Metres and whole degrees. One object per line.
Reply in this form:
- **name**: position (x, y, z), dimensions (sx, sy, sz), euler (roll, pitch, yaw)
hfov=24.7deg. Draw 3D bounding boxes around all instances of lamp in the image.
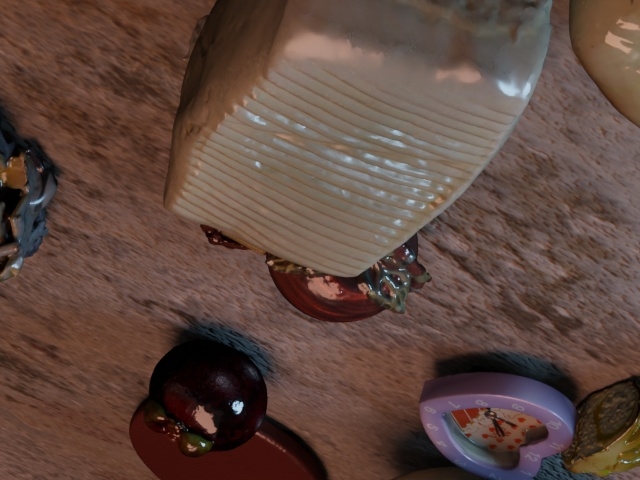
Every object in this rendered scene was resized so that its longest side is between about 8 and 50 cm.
- **lamp**: position (-0.003, 0.008, 1.463), dimensions (0.215, 0.151, 0.223), euler (33, 144, -12)

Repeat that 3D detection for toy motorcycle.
- **toy motorcycle**: position (-0.350, -0.043, 1.572), dimensions (0.094, 0.129, 0.229), euler (10, 143, 19)

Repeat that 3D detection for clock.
- **clock**: position (0.197, 0.199, 1.692), dimensions (0.172, 0.064, 0.198), euler (25, 143, -4)

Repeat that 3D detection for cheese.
- **cheese**: position (0.305, -0.168, 1.117), dimensions (0.235, 0.117, 0.218), euler (27, 142, -16)

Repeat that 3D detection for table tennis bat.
- **table tennis bat**: position (-0.094, 0.341, 2.031), dimensions (0.268, 0.051, 0.414), euler (-16, 130, 40)

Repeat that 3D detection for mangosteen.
- **mangosteen**: position (-0.141, 0.197, 1.778), dimensions (0.152, 0.152, 0.152), euler (13, 144, 9)

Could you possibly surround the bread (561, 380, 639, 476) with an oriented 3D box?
- **bread**: position (0.333, 0.224, 1.658), dimensions (0.094, 0.083, 0.157), euler (26, 145, -29)

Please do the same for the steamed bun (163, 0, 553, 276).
- **steamed bun**: position (0.025, -0.147, 1.183), dimensions (0.247, 0.236, 0.383), euler (17, 152, -13)

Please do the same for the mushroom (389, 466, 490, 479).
- **mushroom**: position (0.174, 0.449, 1.777), dimensions (0.314, 0.336, 0.314), euler (-1, 179, 0)
